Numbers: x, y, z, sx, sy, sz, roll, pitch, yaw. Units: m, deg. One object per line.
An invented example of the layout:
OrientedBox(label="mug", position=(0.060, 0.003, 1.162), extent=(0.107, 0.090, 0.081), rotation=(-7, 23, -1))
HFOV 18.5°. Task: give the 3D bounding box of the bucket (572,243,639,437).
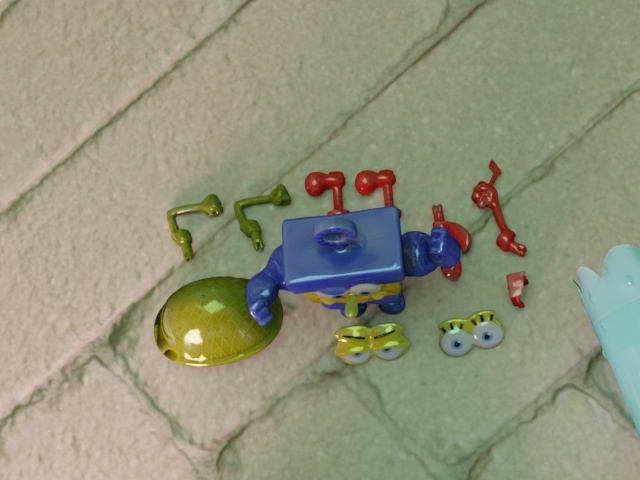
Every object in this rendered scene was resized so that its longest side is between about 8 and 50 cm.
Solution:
OrientedBox(label="bucket", position=(0.372, 0.076, 1.678), extent=(0.281, 0.281, 0.183), rotation=(-18, 78, 5))

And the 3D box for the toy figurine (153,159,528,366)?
OrientedBox(label="toy figurine", position=(0.000, 0.000, 1.789), extent=(0.363, 0.217, 0.191), rotation=(-5, 74, 9))
